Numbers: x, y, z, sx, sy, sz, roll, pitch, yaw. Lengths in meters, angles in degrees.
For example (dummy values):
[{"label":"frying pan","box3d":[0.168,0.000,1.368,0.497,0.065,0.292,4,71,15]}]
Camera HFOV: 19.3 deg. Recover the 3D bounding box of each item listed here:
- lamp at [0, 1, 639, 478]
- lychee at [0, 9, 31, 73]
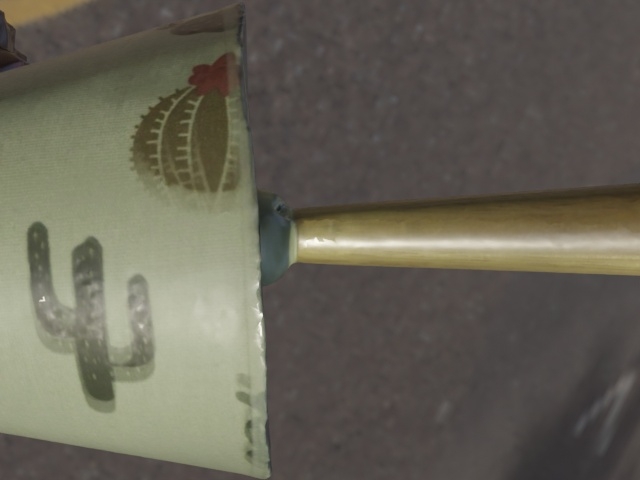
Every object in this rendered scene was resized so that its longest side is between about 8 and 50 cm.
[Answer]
[{"label":"lamp","box3d":[0.000,0.000,0.478,0.121,0.214,0.121,179,-90,-87]},{"label":"lychee","box3d":[-0.255,-0.015,0.788,0.264,0.264,0.300,89,26,-48]}]
